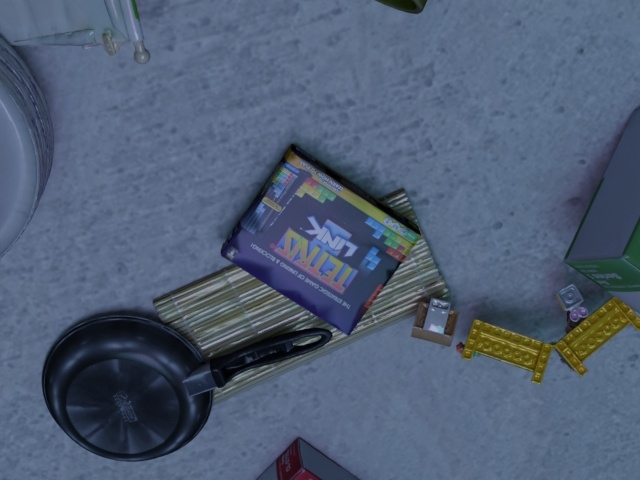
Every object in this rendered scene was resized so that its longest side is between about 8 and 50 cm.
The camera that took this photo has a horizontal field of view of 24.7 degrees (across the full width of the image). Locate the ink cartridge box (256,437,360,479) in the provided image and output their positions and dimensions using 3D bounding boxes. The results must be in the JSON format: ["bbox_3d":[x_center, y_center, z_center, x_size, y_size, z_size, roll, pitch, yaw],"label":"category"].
[{"bbox_3d":[-0.035,0.343,1.748,0.127,0.072,0.175,38,106,-21],"label":"ink cartridge box"}]

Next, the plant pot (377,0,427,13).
[{"bbox_3d":[0.050,-0.403,1.327,0.275,0.275,0.293,31,92,-19],"label":"plant pot"}]

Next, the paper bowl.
[{"bbox_3d":[-0.414,-0.083,1.437,0.284,0.148,0.284,1,117,2],"label":"paper bowl"}]

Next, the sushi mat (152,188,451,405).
[{"bbox_3d":[-0.021,0.069,1.652,0.317,0.019,0.151,-25,116,5],"label":"sushi mat"}]

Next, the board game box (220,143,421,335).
[{"bbox_3d":[0.000,0.000,1.586,0.170,0.048,0.141,32,101,-9],"label":"board game box"}]

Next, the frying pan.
[{"bbox_3d":[-0.156,0.181,1.657,0.326,0.053,0.197,5,118,1],"label":"frying pan"}]

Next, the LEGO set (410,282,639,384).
[{"bbox_3d":[0.250,0.100,1.666,0.287,0.107,0.132,-17,83,2],"label":"LEGO set"}]

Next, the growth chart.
[{"bbox_3d":[-0.282,-0.258,1.413,0.237,0.021,0.172,8,122,22],"label":"growth chart"}]

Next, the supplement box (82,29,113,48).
[{"bbox_3d":[-0.233,-0.248,1.454,0.036,0.062,0.098,-14,115,-1],"label":"supplement box"}]

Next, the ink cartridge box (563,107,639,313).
[{"bbox_3d":[0.432,0.007,1.575,0.278,0.117,0.201,33,74,-19],"label":"ink cartridge box"}]
